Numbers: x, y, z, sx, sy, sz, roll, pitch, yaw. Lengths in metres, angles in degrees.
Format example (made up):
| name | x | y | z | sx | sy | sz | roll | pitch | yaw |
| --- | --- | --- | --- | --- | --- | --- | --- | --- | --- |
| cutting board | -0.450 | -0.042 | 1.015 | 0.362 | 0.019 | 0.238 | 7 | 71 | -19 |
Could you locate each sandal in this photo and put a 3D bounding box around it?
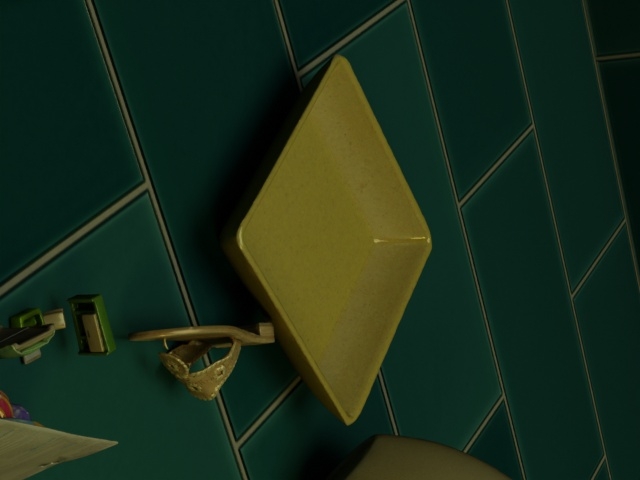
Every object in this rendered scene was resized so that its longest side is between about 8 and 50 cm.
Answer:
| name | x | y | z | sx | sy | sz | roll | pitch | yaw |
| --- | --- | --- | --- | --- | --- | --- | --- | --- | --- |
| sandal | -0.116 | 0.132 | 1.509 | 0.240 | 0.088 | 0.079 | 3 | 80 | -63 |

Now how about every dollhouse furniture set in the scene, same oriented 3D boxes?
| name | x | y | z | sx | sy | sz | roll | pitch | yaw |
| --- | --- | --- | --- | --- | --- | --- | --- | --- | --- |
| dollhouse furniture set | -0.257 | 0.100 | 1.292 | 0.152 | 0.076 | 0.058 | -30 | 113 | -56 |

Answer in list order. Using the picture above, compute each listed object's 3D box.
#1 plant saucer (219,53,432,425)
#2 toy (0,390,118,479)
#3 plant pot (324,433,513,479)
| name | x | y | z | sx | sy | sz | roll | pitch | yaw |
| --- | --- | --- | --- | --- | --- | --- | --- | --- | --- |
| plant saucer | 0.000 | 0.000 | 1.711 | 0.332 | 0.081 | 0.332 | 61 | 40 | -35 |
| toy | -0.300 | 0.157 | 1.181 | 0.237 | 0.137 | 0.056 | 21 | 52 | -57 |
| plant pot | 0.092 | 0.347 | 1.703 | 0.191 | 0.284 | 0.284 | 44 | 41 | -2 |
